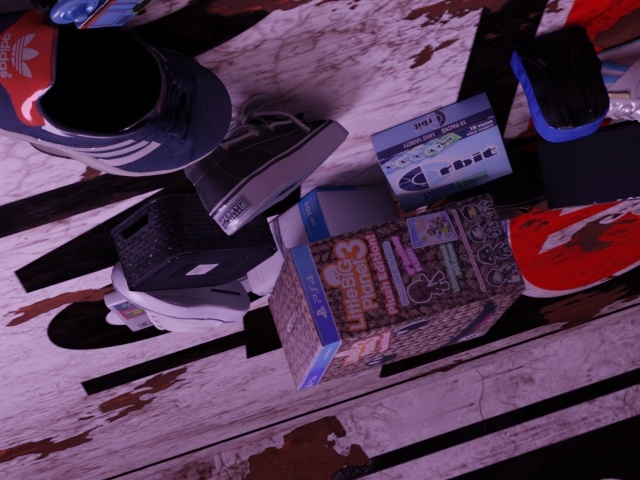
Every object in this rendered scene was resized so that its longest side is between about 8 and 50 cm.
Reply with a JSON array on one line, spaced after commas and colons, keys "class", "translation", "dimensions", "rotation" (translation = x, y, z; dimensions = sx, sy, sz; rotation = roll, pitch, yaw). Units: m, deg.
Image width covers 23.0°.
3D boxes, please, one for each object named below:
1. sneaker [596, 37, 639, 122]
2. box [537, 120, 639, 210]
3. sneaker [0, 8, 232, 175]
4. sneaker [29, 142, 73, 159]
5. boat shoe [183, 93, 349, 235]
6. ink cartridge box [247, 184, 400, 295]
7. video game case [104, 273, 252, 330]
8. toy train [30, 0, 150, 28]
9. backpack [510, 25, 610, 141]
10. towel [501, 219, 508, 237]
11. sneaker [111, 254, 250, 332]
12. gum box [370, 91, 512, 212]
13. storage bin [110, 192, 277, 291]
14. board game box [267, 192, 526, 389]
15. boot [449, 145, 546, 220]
[{"class": "sneaker", "translation": [0.378, -0.190, 1.982], "dimensions": [0.228, 0.092, 0.087], "rotation": [-22, 166, 13]}, {"class": "box", "translation": [0.444, -0.116, 2.133], "dimensions": [0.184, 0.103, 0.261], "rotation": [-10, -176, 41]}, {"class": "sneaker", "translation": [-0.168, -0.128, 1.405], "dimensions": [0.148, 0.131, 0.350], "rotation": [-1, 178, 36]}, {"class": "sneaker", "translation": [-0.207, -0.104, 1.592], "dimensions": [0.222, 0.083, 0.118], "rotation": [-10, 162, -33]}, {"class": "boat shoe", "translation": [-0.065, -0.097, 1.741], "dimensions": [0.113, 0.105, 0.306], "rotation": [-43, 179, 31]}, {"class": "ink cartridge box", "translation": [0.000, 0.000, 2.188], "dimensions": [0.139, 0.082, 0.190], "rotation": [-4, 160, -42]}, {"class": "video game case", "translation": [-0.203, 0.075, 2.312], "dimensions": [0.201, 0.023, 0.183], "rotation": [-19, 165, 0]}, {"class": "toy train", "translation": [-0.155, -0.235, 1.234], "dimensions": [0.184, 0.080, 0.105], "rotation": [-36, 167, 39]}, {"class": "backpack", "translation": [0.289, -0.178, 1.863], "dimensions": [0.098, 0.120, 0.101], "rotation": [-20, 164, -2]}, {"class": "towel", "translation": [0.172, 0.022, 2.559], "dimensions": [0.285, 0.034, 0.209], "rotation": [-20, 165, 2]}, {"class": "sneaker", "translation": [-0.204, 0.087, 2.165], "dimensions": [0.091, 0.094, 0.258], "rotation": [-38, 148, 24]}, {"class": "gum box", "translation": [0.160, -0.111, 2.040], "dimensions": [0.157, 0.041, 0.184], "rotation": [-21, 157, 7]}, {"class": "storage bin", "translation": [-0.160, 0.002, 2.002], "dimensions": [0.180, 0.084, 0.122], "rotation": [-4, 158, -46]}, {"class": "board game box", "translation": [0.096, 0.072, 2.133], "dimensions": [0.291, 0.141, 0.232], "rotation": [-16, 164, -13]}, {"class": "boot", "translation": [0.249, -0.067, 2.264], "dimensions": [0.263, 0.091, 0.229], "rotation": [-4, 168, -23]}]
